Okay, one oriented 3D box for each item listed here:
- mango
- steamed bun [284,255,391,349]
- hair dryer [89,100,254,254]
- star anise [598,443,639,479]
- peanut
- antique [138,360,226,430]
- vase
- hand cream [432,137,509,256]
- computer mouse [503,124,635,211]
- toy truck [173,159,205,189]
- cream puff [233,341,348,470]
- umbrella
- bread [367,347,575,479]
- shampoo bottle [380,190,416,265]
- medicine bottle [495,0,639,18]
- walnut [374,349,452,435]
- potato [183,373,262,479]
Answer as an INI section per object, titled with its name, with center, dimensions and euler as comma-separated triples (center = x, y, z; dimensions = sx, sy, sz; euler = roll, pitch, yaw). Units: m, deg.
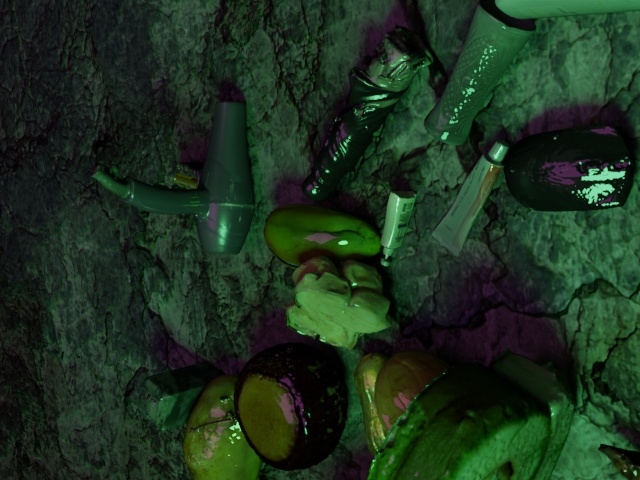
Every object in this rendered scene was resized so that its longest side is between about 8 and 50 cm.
[mango]
center = 0.000, 0.000, 1.723
dimensions = 0.232, 0.111, 0.125
euler = 9, 141, 26
[steamed bun]
center = 0.037, 0.104, 1.673
dimensions = 0.192, 0.106, 0.177
euler = 16, 146, 6
[hair dryer]
center = -0.272, -0.127, 1.803
dimensions = 0.121, 0.361, 0.301
euler = 4, 91, 44
[star anise]
center = 0.506, 0.350, 1.294
dimensions = 0.288, 0.088, 0.288
euler = 11, 106, 44
[peanut]
center = 0.112, 0.300, 1.674
dimensions = 0.087, 0.087, 0.207
euler = -18, 81, 44
[antique]
center = -0.291, 0.327, 2.004
dimensions = 0.088, 0.183, 0.086
euler = 30, 116, 39
[vase]
center = 0.237, -0.253, 1.466
dimensions = 0.096, 0.096, 0.219
euler = 47, 129, 29
[hand cream]
center = 0.246, -0.070, 1.526
dimensions = 0.052, 0.038, 0.216
euler = -109, 34, -45
[computer mouse]
center = 0.352, -0.102, 1.386
dimensions = 0.217, 0.073, 0.122
euler = -3, 96, 42
[toy truck]
center = -0.256, -0.130, 1.993
dimensions = 0.123, 0.052, 0.063
euler = 19, 113, 43
[cream puff]
center = -0.047, 0.305, 1.774
dimensions = 0.239, 0.164, 0.239
euler = 14, 110, 43
[umbrella]
center = 0.058, -0.210, 1.632
dimensions = 0.106, 0.113, 0.358
euler = 40, 125, 7
[bread]
center = 0.225, 0.321, 1.374
dimensions = 0.129, 0.382, 0.366
euler = 33, 162, 35
[shampoo bottle]
center = 0.126, -0.019, 1.638
dimensions = 0.034, 0.049, 0.141
euler = 31, 118, 36
[medicine bottle]
center = 0.386, -0.354, 1.251
dimensions = 0.296, 0.161, 0.111
euler = 10, 105, 44
[walnut]
center = 0.174, 0.278, 1.564
dimensions = 0.159, 0.159, 0.207
euler = -39, 76, 41
[potato]
center = -0.196, 0.421, 1.953
dimensions = 0.173, 0.140, 0.300
euler = 14, 109, 11
